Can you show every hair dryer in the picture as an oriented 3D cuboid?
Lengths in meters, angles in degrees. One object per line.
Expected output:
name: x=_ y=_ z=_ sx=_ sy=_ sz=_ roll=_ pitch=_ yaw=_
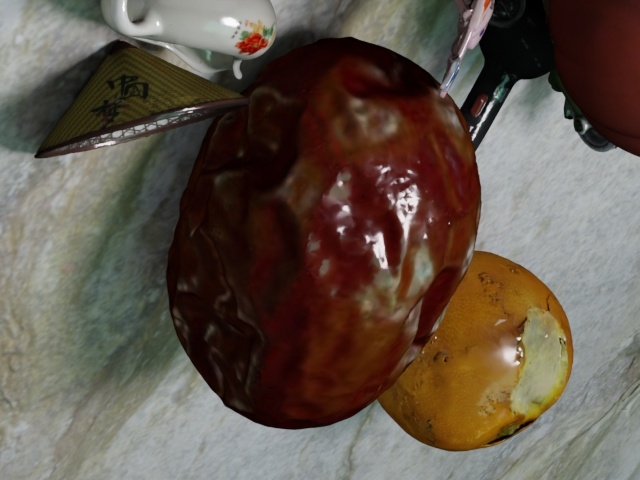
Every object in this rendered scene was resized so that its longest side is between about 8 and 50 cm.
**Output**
hair dryer: x=0.152 y=-0.129 z=1.917 sx=0.271 sy=0.091 sz=0.235 roll=-63 pitch=166 yaw=3

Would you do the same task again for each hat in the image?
hat: x=-0.161 y=-0.131 z=1.674 sx=0.193 sy=0.082 sz=0.193 roll=-14 pitch=-178 yaw=0

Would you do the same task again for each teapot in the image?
teapot: x=-0.111 y=-0.190 z=1.589 sx=0.226 sy=0.145 sz=0.092 roll=7 pitch=92 yaw=-65

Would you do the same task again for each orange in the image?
orange: x=0.168 y=0.128 z=2.242 sx=0.240 sy=0.240 sz=0.240 roll=-28 pitch=148 yaw=-19

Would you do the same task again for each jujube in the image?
jujube: x=0.001 y=0.000 z=1.843 sx=0.276 sy=0.276 sz=0.377 roll=-17 pitch=144 yaw=-35

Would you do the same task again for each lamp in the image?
lamp: x=0.340 y=-0.219 z=1.803 sx=0.303 sy=0.257 sz=0.303 roll=-25 pitch=122 yaw=-48

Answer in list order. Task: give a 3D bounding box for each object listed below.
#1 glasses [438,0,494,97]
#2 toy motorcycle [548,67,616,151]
glasses: x=0.113 y=-0.234 z=1.749 sx=0.255 sy=0.095 sz=0.162 roll=-75 pitch=172 yaw=-46
toy motorcycle: x=0.339 y=-0.238 z=2.053 sx=0.205 sy=0.127 sz=0.275 roll=-22 pitch=139 yaw=-30
